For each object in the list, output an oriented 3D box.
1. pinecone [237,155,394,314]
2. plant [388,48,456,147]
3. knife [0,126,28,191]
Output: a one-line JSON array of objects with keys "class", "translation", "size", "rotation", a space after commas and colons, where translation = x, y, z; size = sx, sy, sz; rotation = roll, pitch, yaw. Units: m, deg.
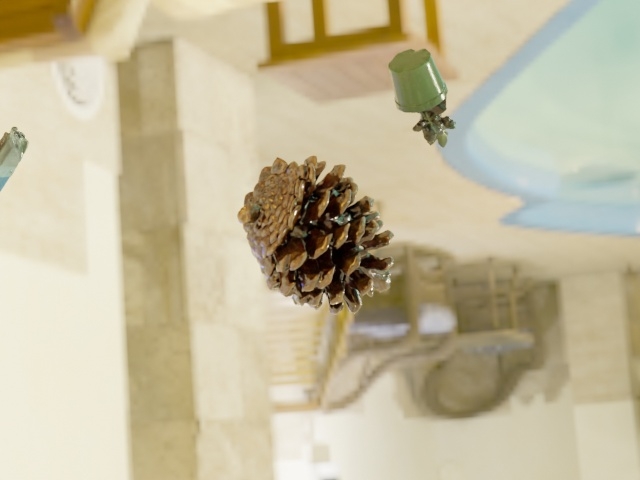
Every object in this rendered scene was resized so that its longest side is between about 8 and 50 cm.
[{"class": "pinecone", "translation": [-0.001, 0.001, 1.908], "size": [0.169, 0.185, 0.212], "rotation": [-27, 127, 21]}, {"class": "plant", "translation": [0.095, -0.123, 1.387], "size": [0.051, 0.051, 0.102], "rotation": [-8, 126, 22]}, {"class": "knife", "translation": [-0.415, -0.013, 1.751], "size": [0.296, 0.026, 0.044], "rotation": [-53, 160, 17]}]
